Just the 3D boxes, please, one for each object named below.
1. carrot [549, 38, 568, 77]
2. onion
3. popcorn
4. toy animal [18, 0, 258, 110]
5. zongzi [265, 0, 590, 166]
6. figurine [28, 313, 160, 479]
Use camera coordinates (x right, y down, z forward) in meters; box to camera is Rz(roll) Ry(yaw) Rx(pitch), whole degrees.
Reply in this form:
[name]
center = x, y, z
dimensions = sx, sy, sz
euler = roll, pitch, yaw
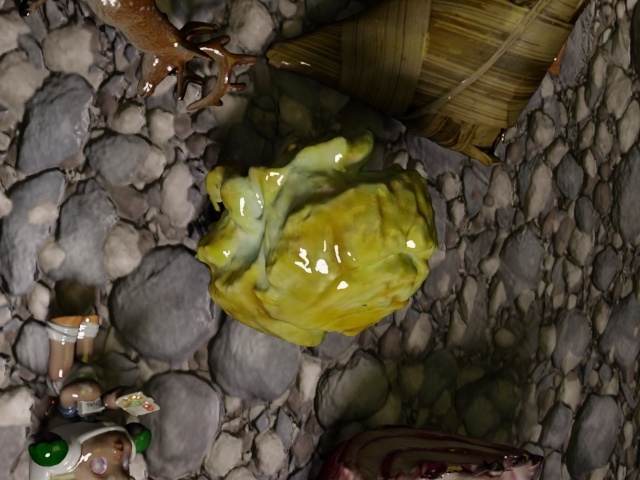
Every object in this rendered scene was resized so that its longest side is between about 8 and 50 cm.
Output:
[carrot]
center = 0.275, -0.298, 1.962
dimensions = 0.057, 0.057, 0.224
euler = -3, 102, -48
[onion]
center = 0.059, 0.311, 1.741
dimensions = 0.314, 0.146, 0.280
euler = -2, 121, -48
[popcorn]
center = 0.000, 0.000, 1.556
dimensions = 0.204, 0.221, 0.183
euler = 4, 69, -56
[toy animal]
center = -0.160, -0.230, 1.446
dimensions = 0.260, 0.087, 0.243
euler = -4, 100, -45
[zongzi]
center = 0.116, -0.237, 1.679
dimensions = 0.288, 0.134, 0.286
euler = 18, 110, -33
[figurine]
center = -0.196, 0.162, 1.451
dimensions = 0.147, 0.094, 0.197
euler = 2, 93, -59
